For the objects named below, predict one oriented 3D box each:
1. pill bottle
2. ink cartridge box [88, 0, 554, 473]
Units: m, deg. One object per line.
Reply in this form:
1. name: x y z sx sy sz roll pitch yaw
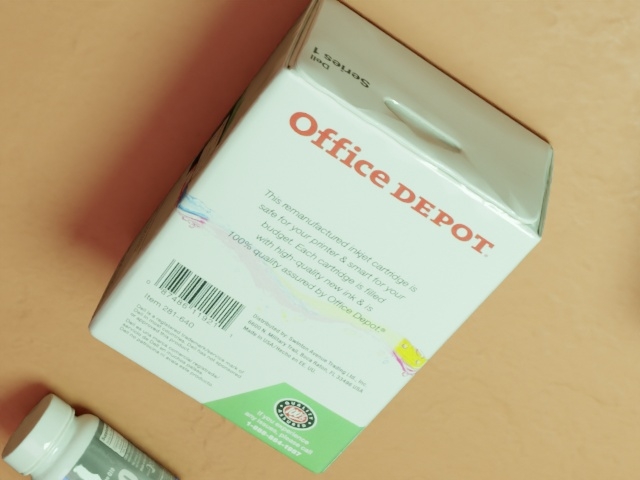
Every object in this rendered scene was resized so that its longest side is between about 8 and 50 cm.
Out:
1. pill bottle: -0.179 0.187 1.514 0.137 0.078 0.078 39 124 -14
2. ink cartridge box: 0.000 0.000 1.316 0.201 0.117 0.278 33 126 -10
